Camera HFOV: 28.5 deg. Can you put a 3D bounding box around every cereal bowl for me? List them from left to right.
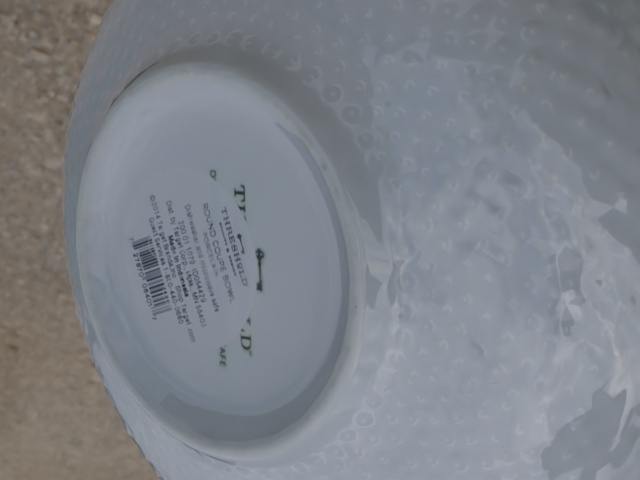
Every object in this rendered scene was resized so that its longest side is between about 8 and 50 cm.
[{"bbox_3d":[0.000,0.000,0.543,0.338,0.339,0.141,-2,-173,40],"label":"cereal bowl"}]
